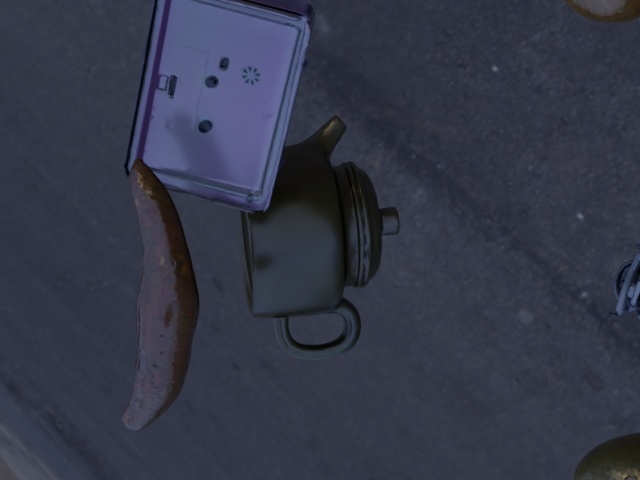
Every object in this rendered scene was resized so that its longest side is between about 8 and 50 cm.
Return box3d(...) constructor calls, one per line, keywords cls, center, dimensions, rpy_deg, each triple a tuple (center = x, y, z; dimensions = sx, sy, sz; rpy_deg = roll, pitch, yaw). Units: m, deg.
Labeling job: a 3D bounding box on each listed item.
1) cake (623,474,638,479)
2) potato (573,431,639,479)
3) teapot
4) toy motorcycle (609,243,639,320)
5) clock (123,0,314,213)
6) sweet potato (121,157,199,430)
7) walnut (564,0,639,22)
box3d(cls="cake", center=(0.255, 0.295, 0.813), dimensions=(0.246, 0.135, 0.112), rpy_deg=(44, -170, -52))
box3d(cls="potato", center=(0.411, 0.305, 1.180), dimensions=(0.251, 0.174, 0.159), rpy_deg=(5, 92, 16))
box3d(cls="teapot", center=(0.000, 0.000, 1.103), dimensions=(0.185, 0.175, 0.268), rpy_deg=(-125, 30, -78))
box3d(cls="toy motorcycle", center=(0.457, 0.073, 1.343), dimensions=(0.159, 0.270, 0.106), rpy_deg=(21, 97, 26))
box3d(cls="clock", center=(-0.091, -0.137, 0.934), dimensions=(0.144, 0.073, 0.193), rpy_deg=(15, 114, -2))
box3d(cls="sweet potato", center=(-0.139, 0.059, 0.890), dimensions=(0.078, 0.058, 0.255), rpy_deg=(22, 117, 41))
box3d(cls="walnut", center=(0.442, -0.486, 1.612), dimensions=(0.203, 0.203, 0.298), rpy_deg=(4, 132, 53))
